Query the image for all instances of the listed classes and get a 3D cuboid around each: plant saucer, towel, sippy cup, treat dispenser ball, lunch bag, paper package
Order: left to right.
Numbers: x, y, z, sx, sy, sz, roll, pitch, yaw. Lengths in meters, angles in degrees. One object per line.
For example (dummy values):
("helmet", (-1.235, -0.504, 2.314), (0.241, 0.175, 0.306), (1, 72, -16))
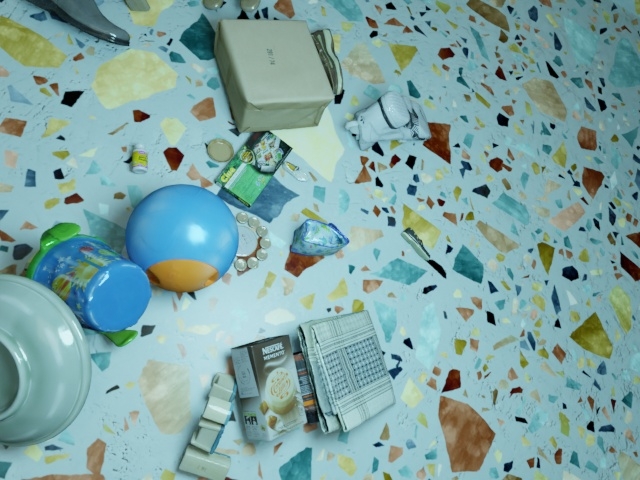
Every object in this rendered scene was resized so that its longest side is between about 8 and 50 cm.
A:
("plant saucer", (-0.707, 0.276, 1.055), (0.400, 0.100, 0.400), (1, 97, 8))
("sippy cup", (-0.538, 0.114, 1.165), (0.305, 0.224, 0.240), (37, 69, -53))
("treat dispenser ball", (-0.361, -0.007, 1.285), (0.288, 0.288, 0.288), (6, 72, -20))
("plant saucer", (-0.316, -0.282, 1.536), (0.083, 0.015, 0.083), (6, 73, -20))
("paper package", (-0.154, -0.539, 1.578), (0.309, 0.168, 0.325), (-11, 73, -24))
("lunch bag", (0.000, 0.000, 1.514), (0.151, 0.129, 0.096), (17, 69, -15))
("towel", (0.088, 0.368, 1.417), (0.324, 0.056, 0.312), (-4, 74, -47))

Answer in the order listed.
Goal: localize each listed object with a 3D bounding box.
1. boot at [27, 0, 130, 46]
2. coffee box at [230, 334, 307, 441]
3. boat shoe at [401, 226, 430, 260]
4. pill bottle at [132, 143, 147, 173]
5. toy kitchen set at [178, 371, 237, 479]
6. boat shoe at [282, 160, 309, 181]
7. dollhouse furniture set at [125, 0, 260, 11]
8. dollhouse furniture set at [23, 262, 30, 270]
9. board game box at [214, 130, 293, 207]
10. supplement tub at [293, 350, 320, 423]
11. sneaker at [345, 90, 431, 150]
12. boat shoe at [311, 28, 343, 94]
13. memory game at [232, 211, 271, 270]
("boot", (-0.689, -0.736, 1.415), (0.338, 0.118, 0.223), (26, 100, -14))
("coffee box", (-0.141, 0.396, 1.323), (0.141, 0.098, 0.246), (-8, 83, -47))
("boat shoe", (0.338, 0.011, 1.686), (0.042, 0.049, 0.133), (-40, 87, -18))
("pill bottle", (-0.529, -0.240, 1.424), (0.043, 0.043, 0.083), (0, 75, -21))
("toy kitchen set", (-0.269, 0.493, 1.300), (0.122, 0.166, 0.207), (24, 103, -10))
("boat shoe", (-0.079, -0.230, 1.602), (0.100, 0.035, 0.035), (35, 65, -8))
("dollhouse furniture set", (-0.410, -0.867, 1.497), (0.394, 0.362, 0.256), (6, 69, 10))
("dollhouse furniture set", (-0.703, 0.091, 1.222), (0.091, 0.114, 0.081), (3, 78, -23))
("board game box", (-0.210, -0.242, 1.559), (0.136, 0.030, 0.260), (37, 65, -10))
("supplement tub", (-0.031, 0.416, 1.391), (0.106, 0.106, 0.198), (-12, 79, -24))
("sneaker", (0.245, -0.409, 1.733), (0.366, 0.210, 0.137), (4, 70, -56))
("boat shoe", (0.011, -0.632, 1.736), (0.095, 0.095, 0.257), (-11, 72, -10))
("memory game", (-0.241, 0.003, 1.483), (0.186, 0.012, 0.186), (6, 73, -20))
